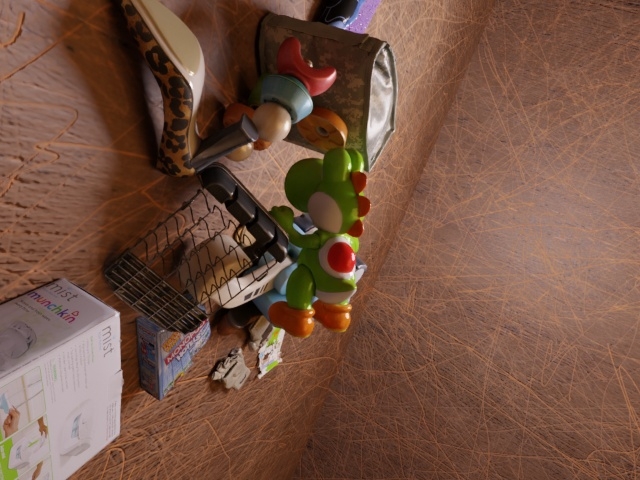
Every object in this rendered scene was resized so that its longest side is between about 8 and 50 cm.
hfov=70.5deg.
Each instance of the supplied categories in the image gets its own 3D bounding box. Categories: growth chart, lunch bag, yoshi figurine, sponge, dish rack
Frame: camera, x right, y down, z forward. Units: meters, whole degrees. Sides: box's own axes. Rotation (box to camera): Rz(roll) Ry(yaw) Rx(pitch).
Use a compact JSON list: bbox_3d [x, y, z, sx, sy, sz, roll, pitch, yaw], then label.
[{"bbox_3d":[-0.162,0.360,1.542,0.172,0.021,0.238,-31,140,-57],"label":"growth chart"},{"bbox_3d":[0.022,-0.306,0.893,0.169,0.235,0.287,-59,161,-21],"label":"lunch bag"},{"bbox_3d":[-0.009,-0.008,0.898,0.203,0.202,0.363,-54,155,-74],"label":"yoshi figurine"},{"bbox_3d":[0.090,-0.554,1.086,0.210,0.031,0.117,-62,160,-5],"label":"sponge"},{"bbox_3d":[-0.205,0.029,0.764,0.271,0.074,0.208,-39,118,6],"label":"dish rack"}]

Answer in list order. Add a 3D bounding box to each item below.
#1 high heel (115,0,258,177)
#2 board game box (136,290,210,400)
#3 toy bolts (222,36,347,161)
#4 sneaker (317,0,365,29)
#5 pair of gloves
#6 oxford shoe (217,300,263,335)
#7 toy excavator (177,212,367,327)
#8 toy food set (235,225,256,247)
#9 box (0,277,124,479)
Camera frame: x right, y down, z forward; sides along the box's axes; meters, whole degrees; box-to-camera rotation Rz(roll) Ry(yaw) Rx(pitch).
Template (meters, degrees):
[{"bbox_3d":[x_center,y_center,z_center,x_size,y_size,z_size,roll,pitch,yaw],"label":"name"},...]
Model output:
[{"bbox_3d":[-0.234,-0.202,0.632,0.261,0.186,0.093,52,31,-33],"label":"high heel"},{"bbox_3d":[-0.298,0.195,0.929,0.194,0.060,0.194,-49,156,-38],"label":"board game box"},{"bbox_3d":[-0.057,-0.194,0.775,0.159,0.218,0.228,-62,-169,-19],"label":"toy bolts"},{"bbox_3d":[0.056,-0.538,0.966,0.232,0.081,0.090,-54,135,-13],"label":"sneaker"},{"bbox_3d":[-0.215,0.317,1.321,0.240,0.042,0.204,-58,163,-15],"label":"pair of gloves"},{"bbox_3d":[-0.203,0.190,1.188,0.076,0.076,0.212,-40,174,23],"label":"oxford shoe"},{"bbox_3d":[-0.112,0.098,1.091,0.445,0.222,0.433,-30,154,-32],"label":"toy excavator"},{"bbox_3d":[-0.167,-0.022,1.070,0.083,0.020,0.083,-59,160,-18],"label":"toy food set"},{"bbox_3d":[-0.397,0.222,0.603,0.231,0.126,0.262,-38,146,-54],"label":"box"}]
